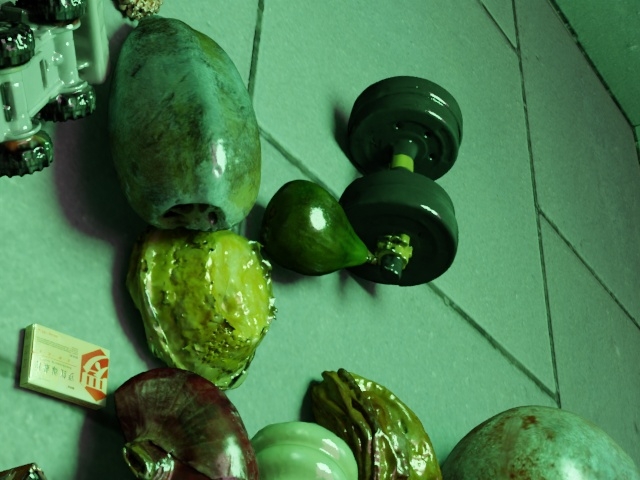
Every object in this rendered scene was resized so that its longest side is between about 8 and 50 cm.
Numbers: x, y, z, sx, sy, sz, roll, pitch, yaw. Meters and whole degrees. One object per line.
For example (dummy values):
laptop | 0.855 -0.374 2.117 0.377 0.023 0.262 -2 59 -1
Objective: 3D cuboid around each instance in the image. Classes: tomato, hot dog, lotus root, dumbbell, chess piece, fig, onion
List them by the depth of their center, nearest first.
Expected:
onion | -0.114 0.194 0.872 0.206 0.098 0.151 63 0 26
chess piece | -0.037 0.300 0.924 0.133 0.133 0.243 57 20 -19
lotus root | -0.153 -0.152 1.026 0.158 0.140 0.322 1 54 -23
hot dog | 0.074 0.279 1.178 0.175 0.114 0.259 7 67 -58
fig | 0.000 0.000 1.233 0.177 0.117 0.117 32 46 -41
tomato | 0.316 0.397 1.351 0.317 0.282 0.316 26 48 -33
dumbbell | 0.119 -0.092 1.418 0.185 0.185 0.388 47 36 -33

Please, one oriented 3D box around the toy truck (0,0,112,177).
toy truck | -0.280 -0.162 0.880 0.286 0.111 0.136 -71 163 -60

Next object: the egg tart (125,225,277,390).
egg tart | -0.118 0.060 1.037 0.212 0.090 0.212 32 50 -48

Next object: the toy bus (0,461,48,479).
toy bus | -0.269 0.248 0.658 0.073 0.096 0.235 63 30 -13

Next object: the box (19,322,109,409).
box | -0.234 0.117 0.876 0.093 0.015 0.058 31 48 -47

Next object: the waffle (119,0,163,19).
waffle | -0.223 -0.304 1.145 0.075 0.029 0.083 -30 101 -57
